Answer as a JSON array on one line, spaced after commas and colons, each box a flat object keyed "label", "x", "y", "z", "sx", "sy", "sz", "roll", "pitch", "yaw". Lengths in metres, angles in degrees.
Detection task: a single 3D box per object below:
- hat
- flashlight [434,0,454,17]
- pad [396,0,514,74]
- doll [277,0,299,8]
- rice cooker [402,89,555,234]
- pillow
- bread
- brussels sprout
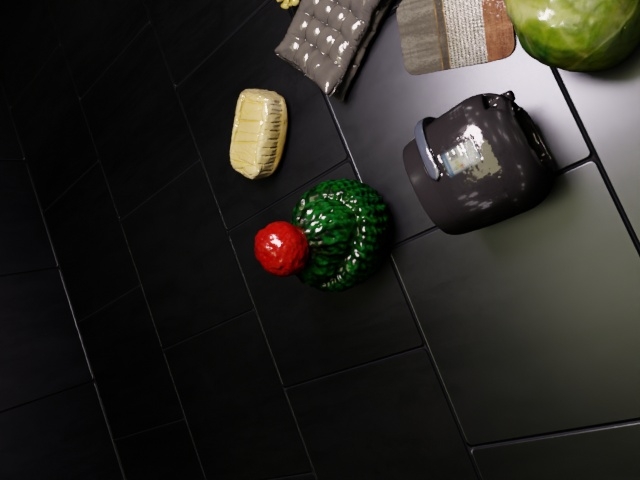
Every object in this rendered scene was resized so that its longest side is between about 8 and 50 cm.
[{"label": "hat", "x": 0.000, "y": 0.000, "z": 1.231, "sx": 0.242, "sy": 0.332, "sz": 0.273, "roll": 10, "pitch": 104, "yaw": 37}, {"label": "flashlight", "x": 0.287, "y": -0.519, "z": 1.136, "sx": 0.110, "sy": 0.031, "sz": 0.052, "roll": -41, "pitch": 72, "yaw": 33}, {"label": "pad", "x": 0.282, "y": -0.371, "z": 1.144, "sx": 0.250, "sy": 0.055, "sz": 0.322, "roll": 0, "pitch": 91, "yaw": 36}, {"label": "doll", "x": -0.072, "y": -0.730, "z": 1.340, "sx": 0.117, "sy": 0.086, "sz": 0.290, "roll": 2, "pitch": 95, "yaw": 51}, {"label": "rice cooker", "x": 0.308, "y": -0.151, "z": 1.039, "sx": 0.225, "sy": 0.267, "sz": 0.267, "roll": -31, "pitch": 78, "yaw": 34}, {"label": "pillow", "x": 0.039, "y": -0.527, "z": 1.279, "sx": 0.228, "sy": 0.101, "sz": 0.326, "roll": 44, "pitch": 117, "yaw": 25}, {"label": "bread", "x": -0.164, "y": -0.288, "z": 1.453, "sx": 0.140, "sy": 0.106, "sz": 0.236, "roll": 22, "pitch": 109, "yaw": 31}, {"label": "brussels sprout", "x": 0.432, "y": -0.422, "z": 0.935, "sx": 0.271, "sy": 0.220, "sz": 0.210, "roll": 60, "pitch": 137, "yaw": 39}]
